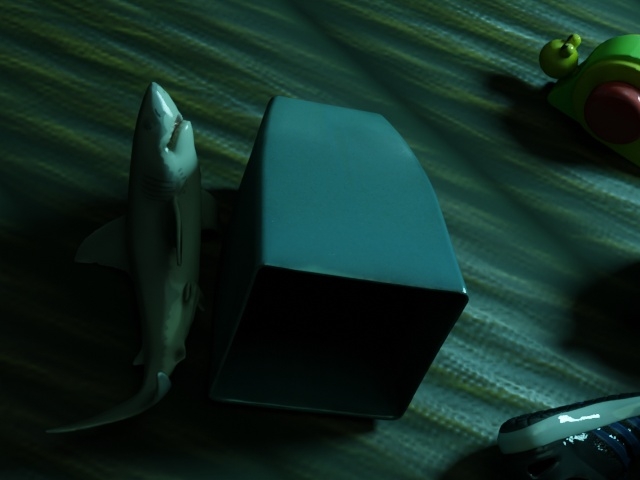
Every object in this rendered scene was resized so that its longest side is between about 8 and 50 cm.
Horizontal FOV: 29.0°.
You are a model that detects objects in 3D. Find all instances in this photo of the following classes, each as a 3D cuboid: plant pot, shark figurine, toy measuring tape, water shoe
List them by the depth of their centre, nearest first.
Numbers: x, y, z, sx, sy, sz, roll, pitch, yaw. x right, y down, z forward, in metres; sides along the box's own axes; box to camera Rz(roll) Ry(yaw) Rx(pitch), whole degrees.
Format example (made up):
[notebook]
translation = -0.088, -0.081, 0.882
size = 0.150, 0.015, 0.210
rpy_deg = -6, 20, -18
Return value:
[shark figurine]
translation = -0.152, 0.032, 1.005
size = 0.116, 0.166, 0.278
rpy_deg = 0, 70, 10
[plant pot]
translation = 0.000, 0.000, 1.031
size = 0.166, 0.165, 0.234
rpy_deg = 8, 45, -15
[water shoe]
translation = 0.239, 0.177, 1.057
size = 0.203, 0.073, 0.080
rpy_deg = -7, 84, -25
[toy measuring tape]
translation = 0.377, -0.122, 1.291
size = 0.330, 0.121, 0.121
rpy_deg = 33, 50, 5
